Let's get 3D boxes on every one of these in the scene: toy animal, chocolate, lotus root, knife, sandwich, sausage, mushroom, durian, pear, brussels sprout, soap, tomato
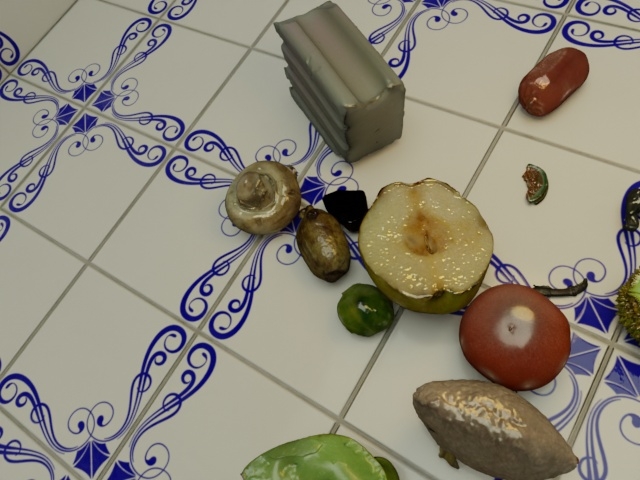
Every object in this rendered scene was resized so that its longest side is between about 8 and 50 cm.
[{"bbox_3d":[0.893,-0.073,1.372,0.245,0.114,0.146,-3,69,-11],"label":"toy animal"},{"bbox_3d":[0.085,-0.093,1.594,0.149,0.080,0.125,33,65,33],"label":"chocolate"},{"bbox_3d":[0.000,0.000,1.537,0.145,0.128,0.260,-48,53,36],"label":"lotus root"},{"bbox_3d":[0.589,0.134,1.387,0.222,0.021,0.045,-8,64,6],"label":"knife"},{"bbox_3d":[0.618,-0.166,1.520,0.067,0.029,0.135,-4,64,12],"label":"sandwich"},{"bbox_3d":[0.694,-0.479,1.592,0.148,0.148,0.254,36,76,26],"label":"sausage"},{"bbox_3d":[-0.175,-0.139,1.626,0.255,0.184,0.254,-13,60,24],"label":"mushroom"},{"bbox_3d":[0.810,0.171,1.228,0.200,0.176,0.237,-33,56,8],"label":"durian"},{"bbox_3d":[0.271,0.036,1.412,0.340,0.191,0.386,-4,52,3],"label":"pear"},{"bbox_3d":[0.118,0.180,1.427,0.152,0.122,0.149,-26,64,2],"label":"brussels sprout"},{"bbox_3d":[0.383,0.425,1.187,0.358,0.226,0.188,22,61,22],"label":"toy animal"},{"bbox_3d":[0.034,0.601,1.197,0.318,0.238,0.342,-30,55,-15],"label":"pear"},{"bbox_3d":[0.062,-0.479,1.650,0.213,0.350,0.435,-27,63,-9],"label":"soap"},{"bbox_3d":[0.463,0.228,1.267,0.256,0.224,0.255,-8,69,20],"label":"tomato"}]
